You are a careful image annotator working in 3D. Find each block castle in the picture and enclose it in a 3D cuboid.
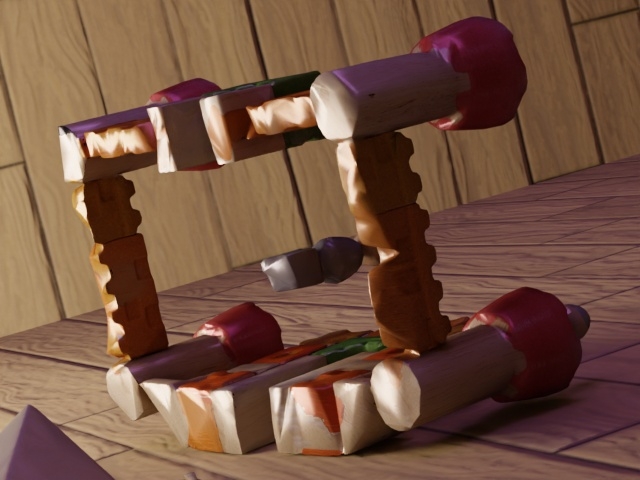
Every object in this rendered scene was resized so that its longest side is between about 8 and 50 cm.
[{"bbox_3d":[0.000,0.000,1.551,0.213,0.303,0.453,-17,7,-38],"label":"block castle"}]

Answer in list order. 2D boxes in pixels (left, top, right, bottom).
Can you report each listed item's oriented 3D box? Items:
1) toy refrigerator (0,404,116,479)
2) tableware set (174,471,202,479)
[{"bbox_3d":[-0.154,0.176,0.985,0.094,0.102,0.269,-46,9,1],"label":"toy refrigerator"},{"bbox_3d":[-0.167,0.200,1.394,0.169,0.020,0.141,-13,6,5],"label":"tableware set"}]
